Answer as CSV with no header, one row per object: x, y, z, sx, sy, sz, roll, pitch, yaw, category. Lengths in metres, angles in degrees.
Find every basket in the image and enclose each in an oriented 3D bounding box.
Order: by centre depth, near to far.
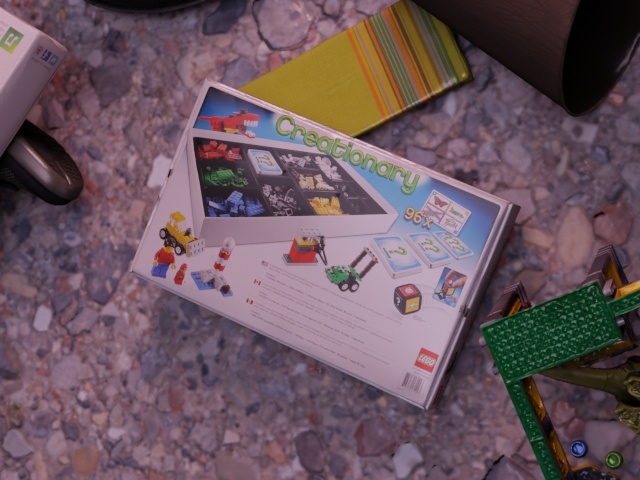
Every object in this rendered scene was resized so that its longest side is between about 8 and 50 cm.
0.156,-0.241,1.258,0.227,0.154,0.204,31,132,28,basket

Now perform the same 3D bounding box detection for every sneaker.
-0.331,-0.070,1.445,0.227,0.087,0.130,33,96,24,sneaker

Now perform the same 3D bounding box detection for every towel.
0.017,-0.136,1.365,0.237,0.021,0.102,-27,70,15,towel

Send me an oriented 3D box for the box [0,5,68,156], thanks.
-0.411,-0.102,1.411,0.232,0.058,0.322,34,89,30,box

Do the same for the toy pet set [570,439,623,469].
0.242,0.233,1.206,0.122,0.065,0.114,15,88,21,toy pet set

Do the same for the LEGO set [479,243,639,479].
0.285,0.092,1.163,0.331,0.192,0.255,-32,91,18,LEGO set

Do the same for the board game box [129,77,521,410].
0.000,0.000,1.317,0.305,0.053,0.193,24,95,18,board game box

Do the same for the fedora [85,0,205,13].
-0.172,-0.372,1.379,0.334,0.152,0.334,-2,86,24,fedora
